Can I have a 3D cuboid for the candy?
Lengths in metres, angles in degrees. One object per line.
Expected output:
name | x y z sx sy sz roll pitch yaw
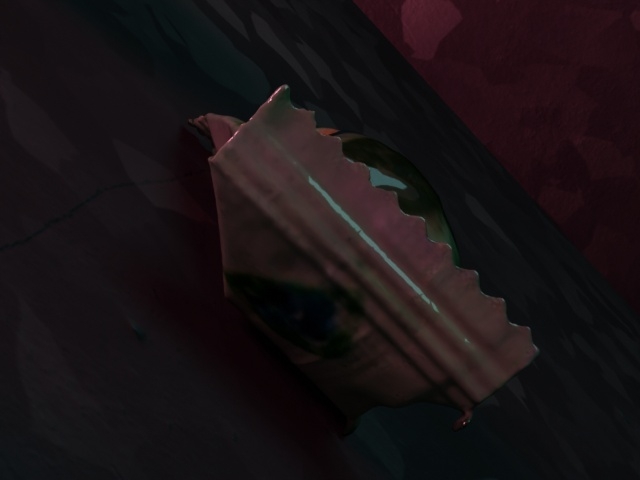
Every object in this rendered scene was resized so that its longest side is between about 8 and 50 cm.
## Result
candy | 0.004 -0.005 1.123 0.263 0.172 0.398 49 3 -12
